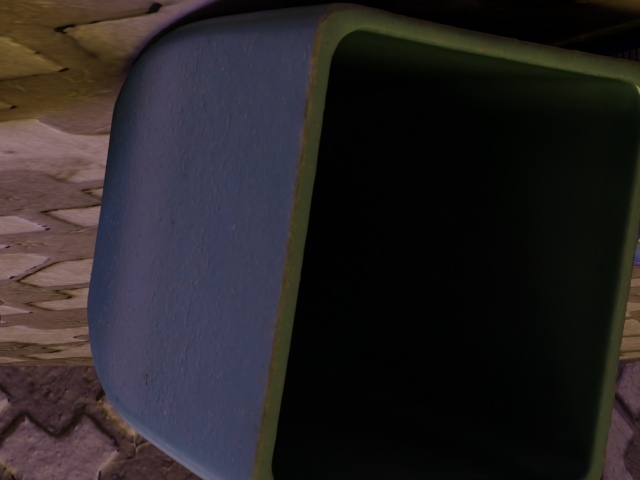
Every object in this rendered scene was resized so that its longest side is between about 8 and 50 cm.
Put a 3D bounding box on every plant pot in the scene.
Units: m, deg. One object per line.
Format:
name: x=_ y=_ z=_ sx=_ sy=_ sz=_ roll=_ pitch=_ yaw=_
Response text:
plant pot: x=0.000 y=0.000 z=0.978 sx=0.248 sy=0.247 sz=0.252 roll=5 pitch=-175 yaw=-40

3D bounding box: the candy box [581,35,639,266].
candy box: x=0.314 y=-0.060 z=1.020 sx=0.268 sy=0.122 sz=0.317 roll=8 pitch=167 yaw=-43
